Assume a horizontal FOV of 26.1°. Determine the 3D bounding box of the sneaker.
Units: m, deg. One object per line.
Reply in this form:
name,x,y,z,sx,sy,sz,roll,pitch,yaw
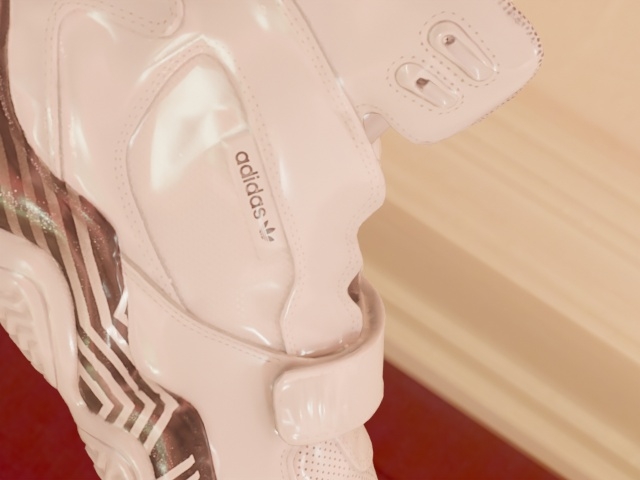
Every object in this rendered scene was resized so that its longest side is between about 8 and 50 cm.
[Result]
sneaker,0.000,0.000,0.520,0.210,0.366,0.137,-25,-159,12
